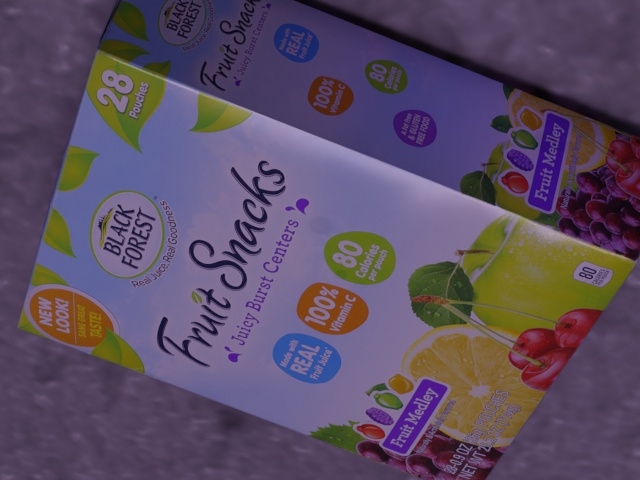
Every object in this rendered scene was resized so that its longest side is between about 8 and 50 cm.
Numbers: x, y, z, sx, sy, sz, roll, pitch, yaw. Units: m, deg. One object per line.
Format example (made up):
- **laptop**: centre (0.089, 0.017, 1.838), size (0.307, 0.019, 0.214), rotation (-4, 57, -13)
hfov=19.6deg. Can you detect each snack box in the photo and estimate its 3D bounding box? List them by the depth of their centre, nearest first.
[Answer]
- **snack box**: centre (0.000, 0.000, 0.724), size (0.207, 0.070, 0.174), rotation (21, 139, -2)
